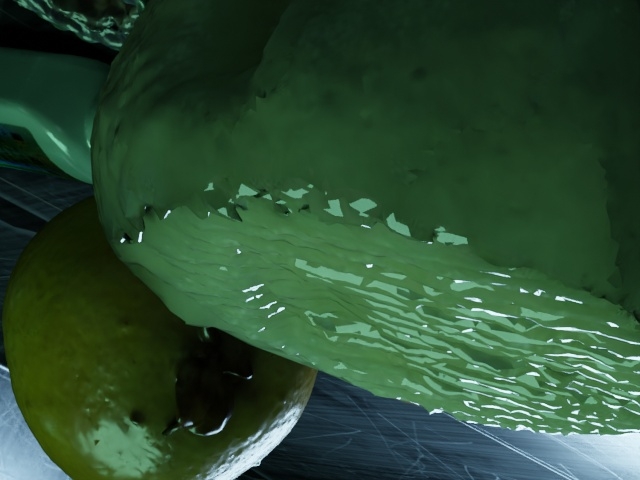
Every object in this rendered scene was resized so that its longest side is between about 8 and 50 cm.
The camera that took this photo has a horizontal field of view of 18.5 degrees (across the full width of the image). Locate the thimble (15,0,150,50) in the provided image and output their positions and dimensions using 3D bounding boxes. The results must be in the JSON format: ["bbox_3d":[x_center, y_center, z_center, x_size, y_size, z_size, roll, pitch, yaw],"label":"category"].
[{"bbox_3d":[-0.112,-0.164,1.029,0.118,0.090,0.135,11,159,34],"label":"thimble"}]

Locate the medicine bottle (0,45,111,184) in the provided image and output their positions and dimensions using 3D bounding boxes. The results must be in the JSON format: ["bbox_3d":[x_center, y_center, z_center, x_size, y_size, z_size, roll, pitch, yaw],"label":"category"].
[{"bbox_3d":[-0.196,-0.091,1.449,0.228,0.083,0.121,12,160,42],"label":"medicine bottle"}]

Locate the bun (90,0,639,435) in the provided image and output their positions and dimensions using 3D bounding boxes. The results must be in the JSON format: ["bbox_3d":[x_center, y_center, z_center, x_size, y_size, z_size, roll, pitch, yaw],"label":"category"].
[{"bbox_3d":[0.066,-0.045,0.932,0.359,0.211,0.360,15,163,5],"label":"bun"}]

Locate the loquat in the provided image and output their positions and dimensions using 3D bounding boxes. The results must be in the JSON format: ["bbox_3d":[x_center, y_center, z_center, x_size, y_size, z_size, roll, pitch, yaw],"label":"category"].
[{"bbox_3d":[-0.135,0.094,1.665,0.274,0.275,0.275,22,166,6],"label":"loquat"}]

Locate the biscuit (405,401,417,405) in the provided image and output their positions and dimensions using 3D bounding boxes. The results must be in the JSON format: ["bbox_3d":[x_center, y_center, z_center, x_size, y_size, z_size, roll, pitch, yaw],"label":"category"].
[{"bbox_3d":[0.041,0.111,1.929,0.262,0.037,0.262,23,166,6],"label":"biscuit"}]
